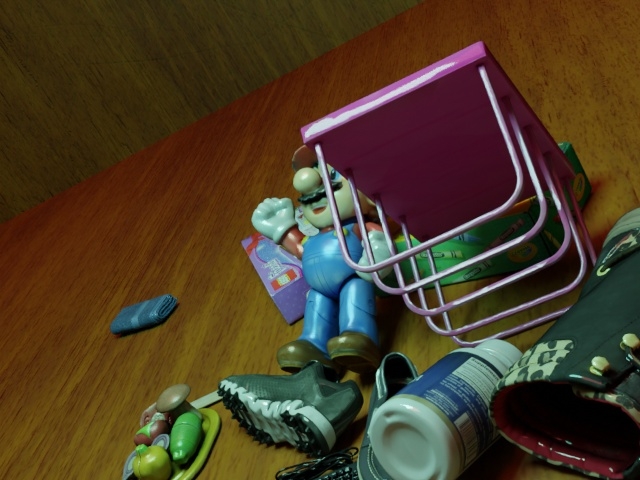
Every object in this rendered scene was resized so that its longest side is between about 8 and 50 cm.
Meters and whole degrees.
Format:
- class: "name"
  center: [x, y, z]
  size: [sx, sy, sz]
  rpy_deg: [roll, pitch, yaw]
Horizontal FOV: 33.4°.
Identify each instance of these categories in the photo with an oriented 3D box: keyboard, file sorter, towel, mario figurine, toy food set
- class: "keyboard"
  center: [-0.021, 0.261, 1.105]
  size: [0.192, 0.038, 0.100]
  rpy_deg: [-25, 21, 15]
- class: "file sorter"
  center: [0.151, -0.024, 1.107]
  size: [0.202, 0.291, 0.182]
  rpy_deg: [-24, 59, 20]
- class: "towel"
  center: [-0.305, 0.130, 1.840]
  size: [0.119, 0.029, 0.067]
  rpy_deg: [-17, 24, 33]
- class: "mario figurine"
  center: [0.000, 0.000, 1.320]
  size: [0.198, 0.170, 0.320]
  rpy_deg: [0, 65, 7]
- class: "toy food set"
  center: [-0.200, 0.242, 1.359]
  size: [0.128, 0.071, 0.218]
  rpy_deg: [-23, 21, 22]

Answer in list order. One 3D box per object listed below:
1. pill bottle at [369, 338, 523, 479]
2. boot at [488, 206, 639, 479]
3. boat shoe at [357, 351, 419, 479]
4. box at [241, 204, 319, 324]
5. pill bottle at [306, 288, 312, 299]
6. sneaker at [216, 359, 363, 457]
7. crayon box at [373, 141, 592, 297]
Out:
- class: "pill bottle"
  center: [0.131, 0.159, 1.012]
  size: [0.094, 0.094, 0.169]
  rpy_deg: [-12, 12, 44]
- class: "boot"
  center: [0.332, 0.068, 0.895]
  size: [0.284, 0.138, 0.377]
  rpy_deg: [-42, 18, -29]
- class: "boat shoe"
  center: [0.073, 0.185, 1.079]
  size: [0.075, 0.065, 0.206]
  rpy_deg: [-5, 24, 9]
- class: "box"
  center: [-0.005, 0.009, 1.646]
  size: [0.201, 0.057, 0.293]
  rpy_deg: [-32, 20, -2]
- class: "pill bottle"
  center: [0.022, 0.075, 1.471]
  size: [0.083, 0.043, 0.043]
  rpy_deg: [-14, 27, 40]
- class: "sneaker"
  center: [-0.031, 0.186, 1.248]
  size: [0.106, 0.078, 0.234]
  rpy_deg: [-37, 22, -28]
- class: "crayon box"
  center: [0.195, -0.024, 1.395]
  size: [0.278, 0.081, 0.165]
  rpy_deg: [-14, 27, 40]
